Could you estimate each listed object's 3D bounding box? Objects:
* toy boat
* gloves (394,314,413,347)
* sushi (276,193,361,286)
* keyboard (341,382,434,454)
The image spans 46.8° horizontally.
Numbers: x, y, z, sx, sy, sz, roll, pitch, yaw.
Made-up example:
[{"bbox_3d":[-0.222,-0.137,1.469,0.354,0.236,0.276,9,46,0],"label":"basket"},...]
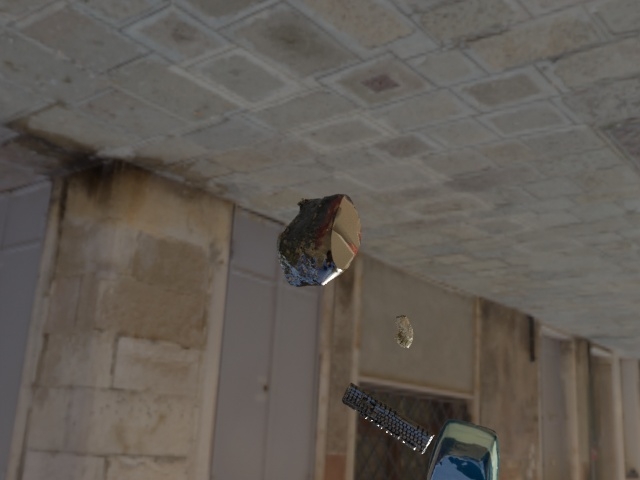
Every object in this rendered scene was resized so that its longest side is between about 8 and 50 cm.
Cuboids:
[{"bbox_3d":[0.186,0.375,1.017,0.096,0.062,0.299,11,124,16],"label":"toy boat"},{"bbox_3d":[0.178,0.187,1.575,0.037,0.081,0.044,5,171,-18],"label":"gloves"},{"bbox_3d":[0.000,0.000,1.575,0.126,0.225,0.136,-12,123,27],"label":"sushi"},{"bbox_3d":[0.131,0.355,1.481,0.195,0.060,0.018,29,-144,15],"label":"keyboard"}]
